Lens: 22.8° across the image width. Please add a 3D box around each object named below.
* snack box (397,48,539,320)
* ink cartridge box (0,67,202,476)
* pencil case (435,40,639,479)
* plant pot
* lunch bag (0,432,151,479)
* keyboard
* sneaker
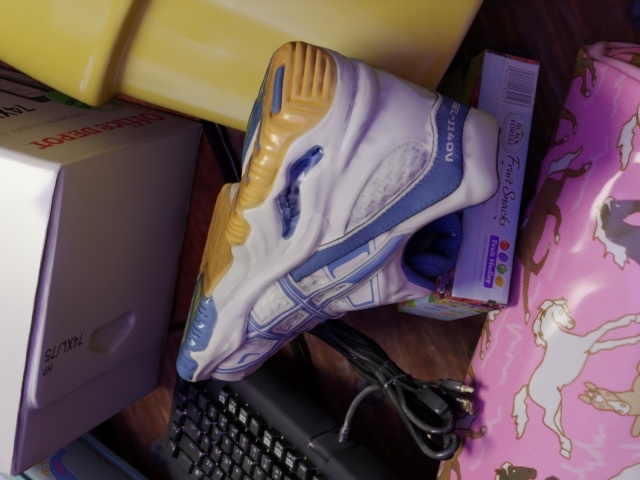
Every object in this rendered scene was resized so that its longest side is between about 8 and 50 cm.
[{"bbox_3d":[0.084,-0.029,0.916,0.037,0.100,0.141,11,80,-12],"label":"snack box"},{"bbox_3d":[-0.247,-0.003,1.022,0.270,0.198,0.197,16,106,17],"label":"ink cartridge box"},{"bbox_3d":[0.173,0.078,0.899,0.167,0.160,0.386,8,107,-21],"label":"pencil case"},{"bbox_3d":[-0.032,-0.165,0.892,0.239,0.254,0.254,27,110,-3],"label":"plant pot"},{"bbox_3d":[-0.228,0.250,1.106,0.224,0.108,0.279,36,115,-7],"label":"lunch bag"},{"bbox_3d":[0.002,0.137,0.959,0.317,0.033,0.202,36,116,45],"label":"keyboard"},{"bbox_3d":[0.004,0.012,0.859,0.131,0.296,0.112,14,63,-9],"label":"sneaker"}]
